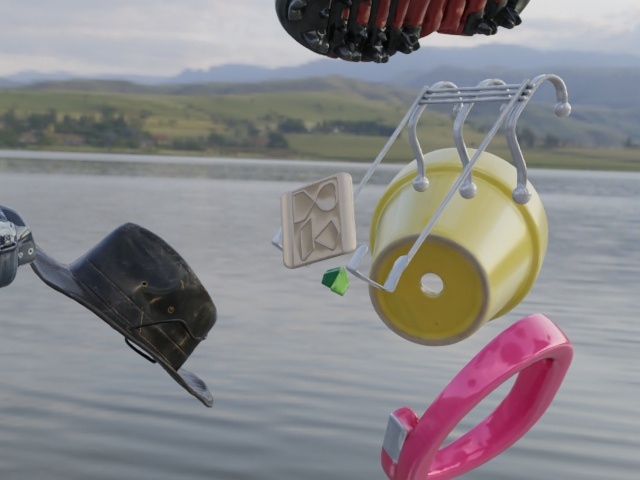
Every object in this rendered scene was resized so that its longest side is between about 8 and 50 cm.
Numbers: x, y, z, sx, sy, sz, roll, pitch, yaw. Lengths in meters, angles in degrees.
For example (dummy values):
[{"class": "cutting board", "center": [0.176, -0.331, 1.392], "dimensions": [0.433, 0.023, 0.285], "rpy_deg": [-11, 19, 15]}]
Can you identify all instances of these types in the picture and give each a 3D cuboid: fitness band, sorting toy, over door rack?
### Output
[{"class": "fitness band", "center": [0.163, 0.182, 1.015], "dimensions": [0.209, 0.054, 0.291], "rpy_deg": [-27, -28, -18]}, {"class": "sorting toy", "center": [0.000, 0.000, 0.672], "dimensions": [0.062, 0.083, 0.012], "rpy_deg": [-15, -18, 38]}, {"class": "over door rack", "center": [0.121, -0.061, 1.149], "dimensions": [0.324, 0.108, 0.239], "rpy_deg": [-45, 21, -14]}]

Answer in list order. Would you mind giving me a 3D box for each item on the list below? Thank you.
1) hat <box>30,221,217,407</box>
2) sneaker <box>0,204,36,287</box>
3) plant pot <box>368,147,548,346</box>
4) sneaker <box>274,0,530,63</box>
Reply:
[{"class": "hat", "center": [-0.230, 0.067, 1.286], "dimensions": [0.331, 0.134, 0.331], "rpy_deg": [40, -6, 5]}, {"class": "sneaker", "center": [-0.313, 0.066, 0.869], "dimensions": [0.086, 0.226, 0.163], "rpy_deg": [-5, 6, 16]}, {"class": "plant pot", "center": [0.176, 0.023, 1.355], "dimensions": [0.254, 0.254, 0.239], "rpy_deg": [3, 21, 18]}, {"class": "sneaker", "center": [0.057, -0.223, 0.817], "dimensions": [0.276, 0.097, 0.135], "rpy_deg": [-20, 52, -37]}]
